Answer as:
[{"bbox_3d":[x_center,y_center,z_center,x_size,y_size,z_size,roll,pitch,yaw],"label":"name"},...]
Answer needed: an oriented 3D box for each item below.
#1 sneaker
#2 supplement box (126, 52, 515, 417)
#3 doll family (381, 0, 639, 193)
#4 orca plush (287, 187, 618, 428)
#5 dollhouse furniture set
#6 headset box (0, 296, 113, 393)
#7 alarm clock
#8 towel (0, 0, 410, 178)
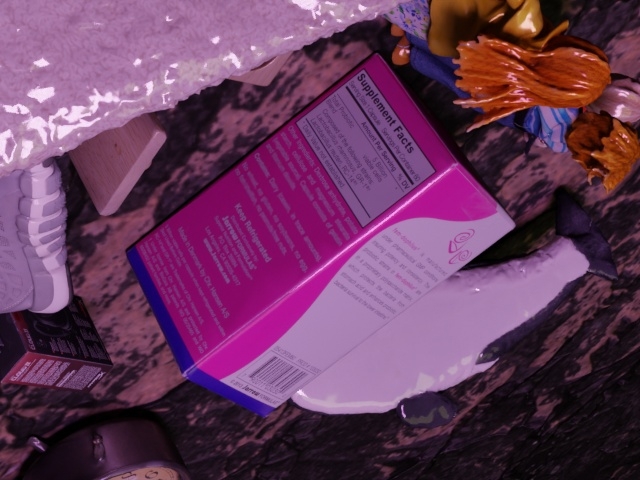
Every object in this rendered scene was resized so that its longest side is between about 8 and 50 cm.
[{"bbox_3d":[-0.209,-0.014,0.729,0.132,0.086,0.229,-18,147,-16],"label":"sneaker"},{"bbox_3d":[0.000,0.000,0.896,0.220,0.114,0.111,-36,147,10],"label":"supplement box"},{"bbox_3d":[0.107,-0.100,0.758,0.118,0.163,0.263,-54,155,-7],"label":"doll family"},{"bbox_3d":[0.089,0.049,1.099,0.287,0.102,0.151,-39,104,-8],"label":"orca plush"},{"bbox_3d":[-0.044,-0.100,0.710,0.151,0.123,0.144,6,132,-45],"label":"dollhouse furniture set"},{"bbox_3d":[-0.183,0.063,0.873,0.032,0.062,0.083,-47,146,21],"label":"headset box"},{"bbox_3d":[-0.162,0.199,1.077,0.129,0.064,0.192,-39,145,11],"label":"alarm clock"},{"bbox_3d":[-0.092,-0.145,0.580,0.282,0.049,0.187,-26,105,-9],"label":"towel"}]
